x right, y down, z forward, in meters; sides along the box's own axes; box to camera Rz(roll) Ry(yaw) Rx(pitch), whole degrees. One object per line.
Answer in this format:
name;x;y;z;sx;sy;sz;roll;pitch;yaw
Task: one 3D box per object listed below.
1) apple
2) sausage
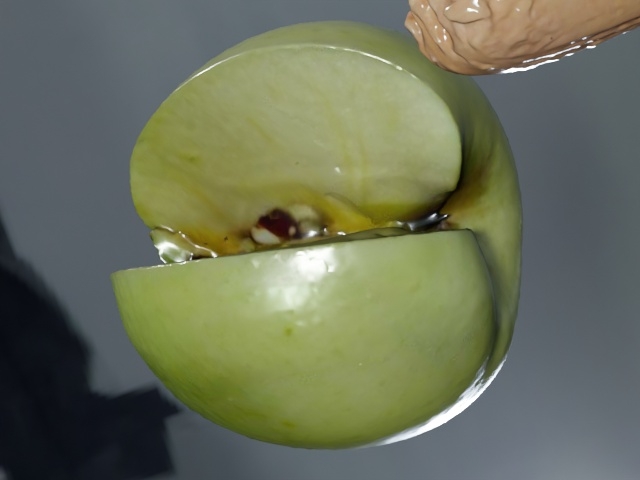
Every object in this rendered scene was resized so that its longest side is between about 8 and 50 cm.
apple;0.000;0.000;1.243;0.292;0.254;0.292;34;-129;-56
sausage;0.177;-0.159;0.969;0.086;0.289;0.086;55;157;36
